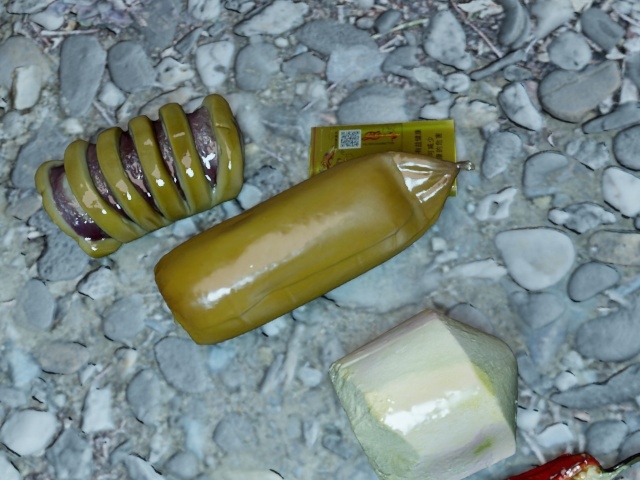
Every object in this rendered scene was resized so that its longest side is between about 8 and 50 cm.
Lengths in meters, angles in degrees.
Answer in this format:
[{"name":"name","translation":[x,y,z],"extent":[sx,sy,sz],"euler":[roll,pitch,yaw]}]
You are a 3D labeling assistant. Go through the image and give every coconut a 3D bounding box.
[{"name":"coconut","translation":[0.098,0.134,0.815],"extent":[0.153,0.147,0.147],"euler":[-26,62,-3]}]

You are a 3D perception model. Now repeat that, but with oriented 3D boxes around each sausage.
[{"name":"sausage","translation":[-0.002,-0.006,0.925],"extent":[0.328,0.112,0.112],"euler":[-27,62,-5]}]

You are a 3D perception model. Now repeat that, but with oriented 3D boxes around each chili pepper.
[{"name":"chili pepper","translation":[0.169,0.230,0.811],"extent":[0.268,0.059,0.050],"euler":[-23,24,1]}]

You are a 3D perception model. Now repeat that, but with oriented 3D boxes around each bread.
[{"name":"bread","translation":[-0.188,-0.073,1.002],"extent":[0.225,0.081,0.134],"euler":[-23,63,-3]}]

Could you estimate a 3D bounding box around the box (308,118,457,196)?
[{"name":"box","translation":[0.065,-0.084,0.999],"extent":[0.156,0.022,0.089],"euler":[-4,61,8]}]
